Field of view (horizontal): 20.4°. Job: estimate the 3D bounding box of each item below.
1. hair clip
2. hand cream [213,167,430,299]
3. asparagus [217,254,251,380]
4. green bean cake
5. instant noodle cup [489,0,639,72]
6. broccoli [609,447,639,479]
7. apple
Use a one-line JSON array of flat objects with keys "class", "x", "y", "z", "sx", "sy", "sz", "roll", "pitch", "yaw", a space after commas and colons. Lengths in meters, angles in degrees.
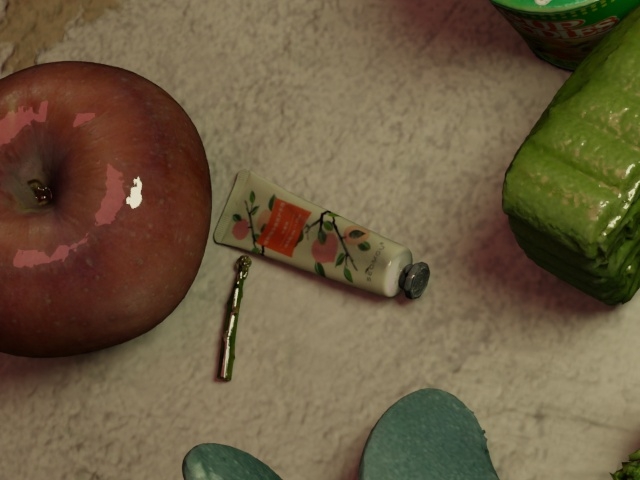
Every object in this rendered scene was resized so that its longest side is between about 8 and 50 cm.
[{"class": "hair clip", "x": 0.032, "y": 0.334, "z": 1.514, "sx": 0.318, "sy": 0.392, "sz": 0.238, "roll": 49, "pitch": 119, "yaw": 21}, {"class": "hand cream", "x": 0.000, "y": 0.000, "z": 1.734, "sx": 0.234, "sy": 0.050, "sz": 0.080, "roll": 21, "pitch": 87, "yaw": 28}, {"class": "asparagus", "x": -0.086, "y": 0.075, "z": 1.754, "sx": 0.018, "sy": 0.015, "sz": 0.127, "roll": 6, "pitch": 78, "yaw": 10}, {"class": "green bean cake", "x": 0.274, "y": -0.078, "z": 1.566, "sx": 0.125, "sy": 0.222, "sz": 0.248, "roll": 29, "pitch": 83, "yaw": 24}, {"class": "instant noodle cup", "x": 0.232, "y": -0.260, "z": 1.621, "sx": 0.207, "sy": 0.232, "sz": 0.207, "roll": -5, "pitch": 73, "yaw": 17}, {"class": "broccoli", "x": 0.340, "y": 0.228, "z": 1.444, "sx": 0.321, "sy": 0.304, "sz": 0.283, "roll": -8, "pitch": 37, "yaw": -6}, {"class": "apple", "x": -0.242, "y": -0.023, "z": 1.715, "sx": 0.305, "sy": 0.235, "sz": 0.306, "roll": -4, "pitch": 76, "yaw": 14}]
